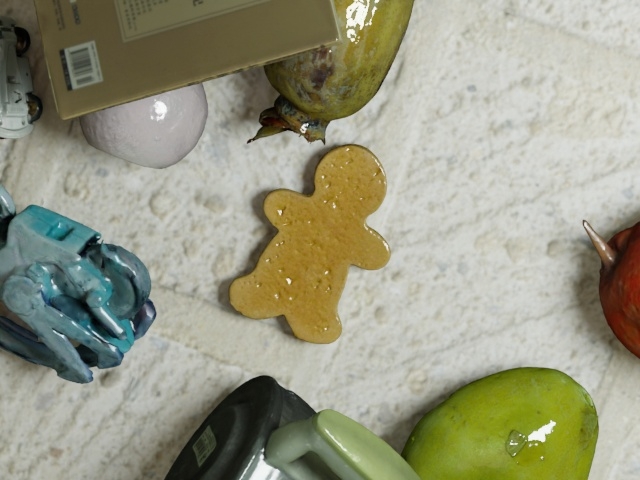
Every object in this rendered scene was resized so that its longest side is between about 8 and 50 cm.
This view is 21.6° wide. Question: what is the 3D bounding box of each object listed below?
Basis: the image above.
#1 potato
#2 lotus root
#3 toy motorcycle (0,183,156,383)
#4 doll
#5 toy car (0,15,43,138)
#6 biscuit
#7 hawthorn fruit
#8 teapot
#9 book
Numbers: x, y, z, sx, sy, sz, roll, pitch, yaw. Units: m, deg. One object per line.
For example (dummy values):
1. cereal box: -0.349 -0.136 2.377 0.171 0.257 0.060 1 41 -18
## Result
1. potato: 0.199 0.248 1.891 0.253 0.148 0.186 -43 92 13
2. lotus root: 0.011 -0.207 1.812 0.154 0.154 0.278 25 105 0
3. toy motorcycle: -0.319 0.051 1.911 0.260 0.154 0.206 26 126 7
4. doll: -0.168 -0.225 1.842 0.151 0.151 0.287 19 96 1
5. toy car: -0.387 -0.181 1.890 0.112 0.112 0.139 -3 92 22
6. biscuit: 0.000 0.000 1.916 0.158 0.035 0.240 28 103 -3
7. hawthorn fruit: 0.401 0.044 1.810 0.262 0.210 0.211 23 103 14
8. teapot: -0.019 0.279 1.876 0.239 0.239 0.321 36 116 -16
9. book: -0.148 -0.267 1.748 0.310 0.021 0.217 -14 82 10
